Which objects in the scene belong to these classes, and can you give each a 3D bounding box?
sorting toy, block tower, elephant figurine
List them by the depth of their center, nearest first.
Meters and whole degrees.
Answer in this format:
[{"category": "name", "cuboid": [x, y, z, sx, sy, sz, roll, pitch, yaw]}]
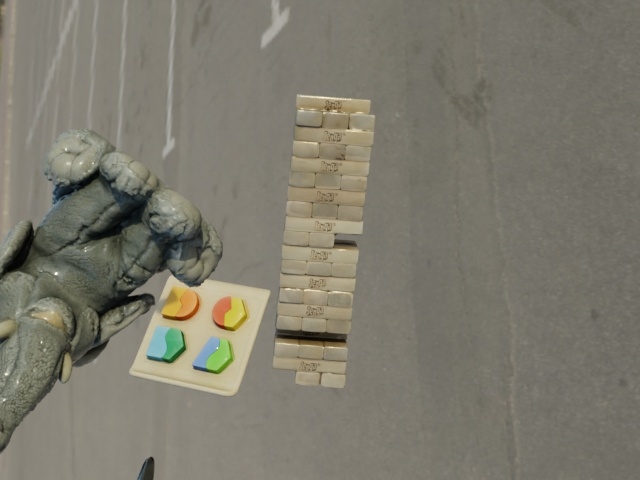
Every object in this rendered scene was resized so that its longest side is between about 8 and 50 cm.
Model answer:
[{"category": "elephant figurine", "cuboid": [-0.211, 0.041, 0.580, 0.169, 0.186, 0.239, 34, 83, 19]}, {"category": "block tower", "cuboid": [0.000, 0.000, 0.851, 0.097, 0.091, 0.335, -105, 20, -78]}, {"category": "sorting toy", "cuboid": [-0.202, 0.150, 1.213, 0.038, 0.193, 0.208, 77, -154, -54]}]

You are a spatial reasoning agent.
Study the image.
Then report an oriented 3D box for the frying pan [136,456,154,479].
[{"category": "frying pan", "cuboid": [-0.199, 0.350, 0.709, 0.197, 0.053, 0.326, -63, 9, -8]}]
